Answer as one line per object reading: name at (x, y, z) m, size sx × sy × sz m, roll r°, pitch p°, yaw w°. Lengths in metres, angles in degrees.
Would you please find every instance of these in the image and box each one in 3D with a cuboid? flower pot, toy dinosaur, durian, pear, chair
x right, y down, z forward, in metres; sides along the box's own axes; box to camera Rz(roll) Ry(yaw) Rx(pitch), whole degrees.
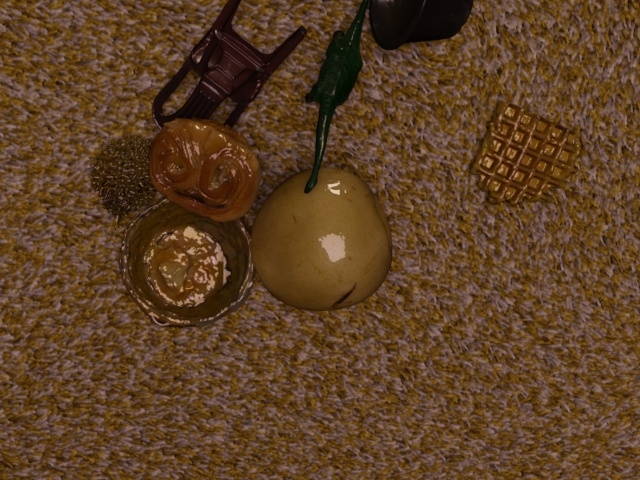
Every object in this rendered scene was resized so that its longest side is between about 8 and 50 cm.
flower pot at (0.215, -0.495, 1.751) m, size 0.148 × 0.235 × 0.235 m, roll 5°, pitch 101°, yaw -26°
toy dinosaur at (0.036, -0.324, 1.707) m, size 0.087 × 0.301 × 0.446 m, roll 19°, pitch 101°, yaw -7°
durian at (-0.418, -0.119, 1.814) m, size 0.147 × 0.102 × 0.208 m, roll 17°, pitch 103°, yaw -12°
pear at (0.000, 0.000, 1.778) m, size 0.310 × 0.309 × 0.309 m, roll -1°, pitch 101°, yaw -5°
chair at (-0.201, -0.341, 1.781) m, size 0.176 × 0.183 × 0.326 m, roll 38°, pitch 140°, yaw -12°

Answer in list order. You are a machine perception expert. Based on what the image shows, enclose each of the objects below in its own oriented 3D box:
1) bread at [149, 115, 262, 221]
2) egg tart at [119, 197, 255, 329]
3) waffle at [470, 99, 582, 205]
bread at (-0.233, -0.144, 1.756) m, size 0.236 × 0.120 × 0.198 m, roll 25°, pitch 125°, yaw 6°
egg tart at (-0.286, 0.054, 1.848) m, size 0.315 × 0.120 × 0.314 m, roll -1°, pitch 101°, yaw -4°
waffle at (0.453, -0.167, 1.898) m, size 0.229 × 0.057 × 0.219 m, roll 23°, pitch 99°, yaw -10°
